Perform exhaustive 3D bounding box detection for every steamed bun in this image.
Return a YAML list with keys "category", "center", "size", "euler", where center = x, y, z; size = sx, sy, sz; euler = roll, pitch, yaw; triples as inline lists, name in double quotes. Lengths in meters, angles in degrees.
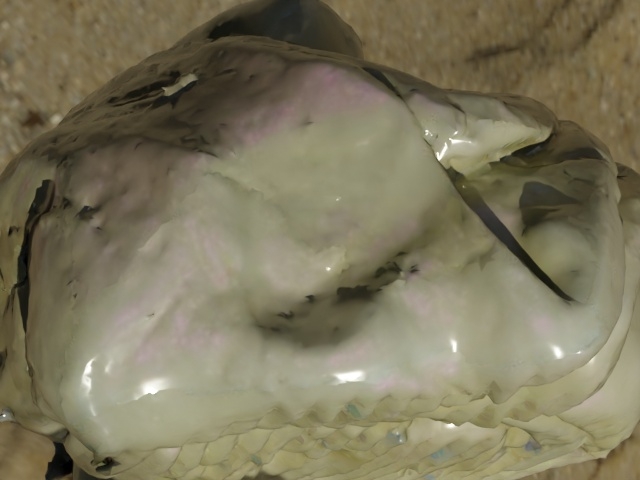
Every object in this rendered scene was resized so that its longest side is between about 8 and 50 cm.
- category: "steamed bun"
  center: [0.000, 0.000, 0.740]
  size: [0.280, 0.268, 0.207]
  euler: [-8, 73, 5]
